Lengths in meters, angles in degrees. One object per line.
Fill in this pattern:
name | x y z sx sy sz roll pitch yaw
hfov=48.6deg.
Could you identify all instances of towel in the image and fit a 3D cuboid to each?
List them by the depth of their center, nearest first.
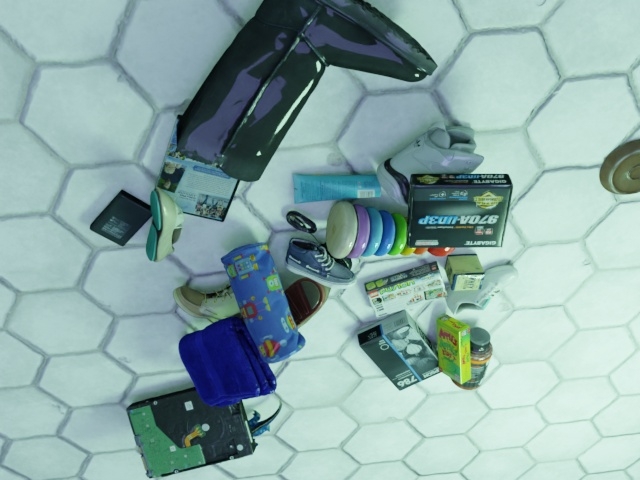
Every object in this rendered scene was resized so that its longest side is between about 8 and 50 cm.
towel | -0.259 0.331 1.869 0.308 0.076 0.227 -27 93 49

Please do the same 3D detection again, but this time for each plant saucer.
plant saucer | 0.777 -0.174 1.751 0.169 0.029 0.168 -4 130 -5

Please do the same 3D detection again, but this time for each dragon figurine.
dragon figurine | -0.230 0.600 2.197 0.289 0.144 0.085 -32 91 25

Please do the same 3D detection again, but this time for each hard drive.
hard drive | -0.470 -0.051 1.686 0.094 0.022 0.135 33 120 -30
hard drive | -0.387 0.563 2.129 0.339 0.064 0.236 -16 93 5

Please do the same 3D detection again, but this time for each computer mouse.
computer mouse | 0.000 0.000 1.794 0.071 0.041 0.242 -17 130 35

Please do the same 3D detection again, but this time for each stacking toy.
stacking toy | 0.186 -0.011 1.753 0.331 0.141 0.141 7 130 -20

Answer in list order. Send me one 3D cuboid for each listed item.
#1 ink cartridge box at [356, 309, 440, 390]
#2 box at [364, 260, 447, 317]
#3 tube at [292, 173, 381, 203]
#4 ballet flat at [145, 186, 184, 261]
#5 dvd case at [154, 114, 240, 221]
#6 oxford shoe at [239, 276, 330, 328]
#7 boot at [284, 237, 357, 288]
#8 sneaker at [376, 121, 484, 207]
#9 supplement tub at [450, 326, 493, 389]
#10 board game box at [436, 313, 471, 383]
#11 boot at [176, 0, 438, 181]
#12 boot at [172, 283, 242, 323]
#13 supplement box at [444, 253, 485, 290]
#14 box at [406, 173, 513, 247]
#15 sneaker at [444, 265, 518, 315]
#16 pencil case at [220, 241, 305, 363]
ink cartridge box | 0.258 0.347 2.112 0.166 0.065 0.332 -29 130 16
box | 0.234 0.135 1.939 0.207 0.036 0.114 -17 131 7
tube | 0.039 -0.125 1.680 0.207 0.052 0.080 -2 118 1
ballet flat | -0.359 -0.042 1.658 0.086 0.086 0.248 7 143 -14
dvd case | -0.271 -0.158 1.622 0.181 0.022 0.253 13 128 -19
oxford shoe | -0.106 0.215 1.892 0.348 0.123 0.130 -34 171 21
boot | 0.004 0.056 1.770 0.190 0.069 0.086 16 134 4
sneaker | 0.327 -0.128 1.653 0.366 0.137 0.210 29 124 -25
supplement tub | 0.451 0.348 2.110 0.106 0.106 0.197 -1 132 -7
board game box | 0.384 0.313 2.043 0.043 0.092 0.181 -22 119 -28
boot | -0.038 -0.287 1.438 0.367 0.146 0.445 31 114 -15
boot | -0.259 0.141 1.848 0.165 0.077 0.213 -37 133 24
supplement box | 0.382 0.084 1.883 0.083 0.083 0.056 -2 131 -6
box | 0.306 -0.065 1.589 0.221 0.051 0.175 0 127 0
sneaker | 0.449 0.146 1.941 0.212 0.094 0.080 -27 128 14
pencil case | -0.135 0.154 1.756 0.119 0.305 0.133 -24 178 42
